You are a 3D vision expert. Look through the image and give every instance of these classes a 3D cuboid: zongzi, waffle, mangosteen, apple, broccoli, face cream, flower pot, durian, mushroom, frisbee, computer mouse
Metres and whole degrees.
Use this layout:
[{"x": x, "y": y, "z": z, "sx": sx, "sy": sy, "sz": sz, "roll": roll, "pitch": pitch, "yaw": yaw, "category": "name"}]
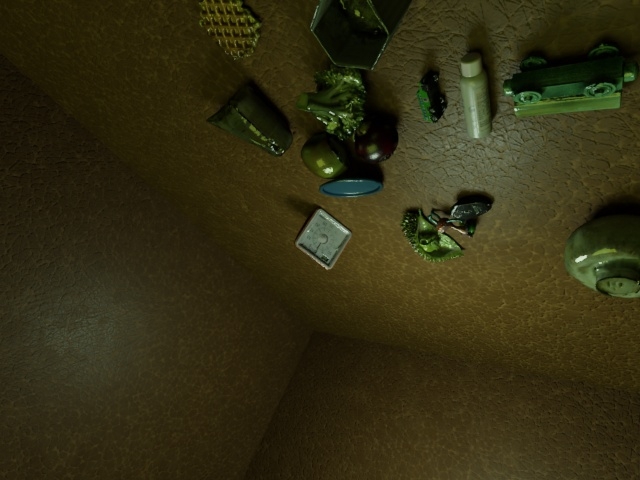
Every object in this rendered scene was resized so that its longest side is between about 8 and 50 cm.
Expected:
[{"x": -0.321, "y": -0.483, "z": 1.800, "sx": 0.360, "sy": 0.160, "sz": 0.323, "roll": -8, "pitch": 135, "yaw": 48, "category": "zongzi"}, {"x": -0.324, "y": -0.770, "z": 1.438, "sx": 0.238, "sy": 0.058, "sz": 0.243, "roll": 38, "pitch": 149, "yaw": -12, "category": "waffle"}, {"x": 0.193, "y": -0.382, "z": 1.504, "sx": 0.200, "sy": 0.200, "sz": 0.200, "roll": 22, "pitch": 152, "yaw": 12, "category": "mangosteen"}, {"x": 0.022, "y": -0.350, "z": 1.723, "sx": 0.207, "sy": 0.174, "sz": 0.188, "roll": 23, "pitch": 154, "yaw": 46, "category": "apple"}, {"x": 0.037, "y": -0.468, "z": 1.387, "sx": 0.263, "sy": 0.243, "sz": 0.247, "roll": -13, "pitch": 92, "yaw": 52, "category": "broccoli"}, {"x": 0.473, "y": -0.440, "z": 1.238, "sx": 0.082, "sy": 0.082, "sz": 0.269, "roll": 8, "pitch": 146, "yaw": 34, "category": "face cream"}, {"x": 0.114, "y": -0.625, "z": 1.129, "sx": 0.209, "sy": 0.189, "sz": 0.239, "roll": -5, "pitch": 137, "yaw": 48, "category": "flower pot"}, {"x": 0.511, "y": -0.015, "z": 1.946, "sx": 0.355, "sy": 0.157, "sz": 0.169, "roll": 39, "pitch": 115, "yaw": -21, "category": "durian"}, {"x": 1.032, "y": 0.065, "z": 1.399, "sx": 0.352, "sy": 0.260, "sz": 0.352, "roll": 17, "pitch": 148, "yaw": 11, "category": "mushroom"}, {"x": 0.136, "y": -0.248, "z": 1.806, "sx": 0.289, "sy": 0.049, "sz": 0.289, "roll": -2, "pitch": 172, "yaw": 0, "category": "frisbee"}, {"x": 0.614, "y": -0.137, "z": 1.661, "sx": 0.172, "sy": 0.057, "sz": 0.099, "roll": -14, "pitch": 131, "yaw": 37, "category": "computer mouse"}]

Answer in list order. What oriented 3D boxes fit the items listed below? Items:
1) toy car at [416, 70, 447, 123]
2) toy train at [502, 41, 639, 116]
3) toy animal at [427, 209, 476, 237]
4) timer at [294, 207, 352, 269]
[{"x": 0.356, "y": -0.465, "z": 1.317, "sx": 0.062, "sy": 0.071, "sz": 0.165, "roll": 22, "pitch": 156, "yaw": 43, "category": "toy car"}, {"x": 0.663, "y": -0.419, "z": 1.091, "sx": 0.307, "sy": 0.126, "sz": 0.189, "roll": 5, "pitch": 177, "yaw": 37, "category": "toy train"}, {"x": 0.569, "y": -0.075, "z": 1.762, "sx": 0.208, "sy": 0.100, "sz": 0.103, "roll": 23, "pitch": 151, "yaw": 19, "category": "toy animal"}, {"x": 0.000, "y": 0.000, "z": 2.239, "sx": 0.257, "sy": 0.250, "sz": 0.161, "roll": 37, "pitch": 152, "yaw": -17, "category": "timer"}]
